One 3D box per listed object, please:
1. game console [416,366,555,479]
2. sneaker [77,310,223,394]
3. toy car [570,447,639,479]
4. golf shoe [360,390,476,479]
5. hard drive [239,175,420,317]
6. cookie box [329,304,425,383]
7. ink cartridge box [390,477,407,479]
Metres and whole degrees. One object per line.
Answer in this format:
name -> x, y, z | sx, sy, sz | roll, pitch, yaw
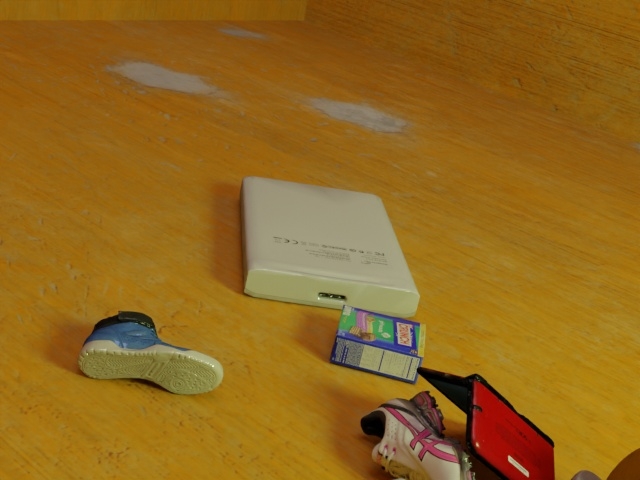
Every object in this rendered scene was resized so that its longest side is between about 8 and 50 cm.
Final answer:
game console -> 0.165, 0.201, 0.986 | 0.144, 0.085, 0.124 | 41, 39, -29
sneaker -> -0.176, 0.115, 1.046 | 0.152, 0.058, 0.084 | 6, 31, 0
toy car -> 0.302, 0.263, 0.871 | 0.136, 0.159, 0.182 | 54, 30, 3
golf shoe -> 0.097, 0.218, 0.951 | 0.086, 0.067, 0.186 | -14, 22, -9
hard drive -> 0.000, 0.000, 1.434 | 0.233, 0.047, 0.353 | 8, 23, -9
cookie box -> 0.071, 0.124, 1.180 | 0.107, 0.040, 0.092 | 14, 21, 2
ink cartridge box -> -0.058, 0.295, 0.602 | 0.385, 0.091, 0.308 | -13, 15, -15
